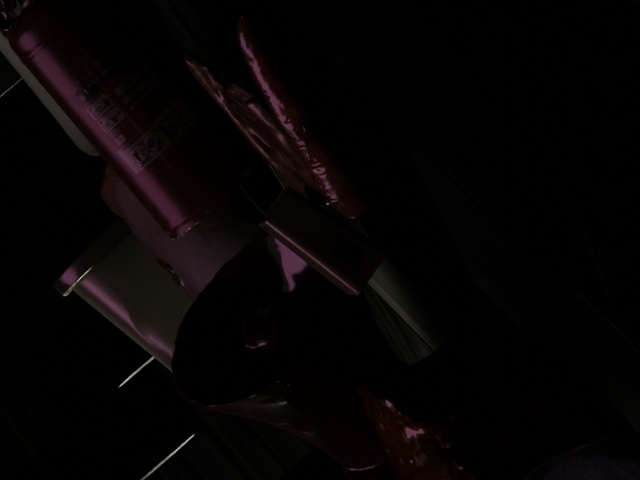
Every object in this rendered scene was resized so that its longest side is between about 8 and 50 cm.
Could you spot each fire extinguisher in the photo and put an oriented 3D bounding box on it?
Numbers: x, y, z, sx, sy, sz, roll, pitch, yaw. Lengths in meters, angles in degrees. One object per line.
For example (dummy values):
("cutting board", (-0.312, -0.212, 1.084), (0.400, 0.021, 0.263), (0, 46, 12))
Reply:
("fire extinguisher", (-0.197, -0.164, 1.850), (0.337, 0.106, 0.147), (50, 149, -9))

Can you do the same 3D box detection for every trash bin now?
("trash bin", (-0.153, 0.059, 2.366), (0.250, 0.219, 0.220), (43, 176, -3))
("trash bin", (0.000, 0.000, 1.536), (0.092, 0.043, 0.061), (34, 175, -6))

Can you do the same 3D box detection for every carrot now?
("carrot", (-0.011, -0.079, 1.296), (0.165, 0.035, 0.035), (55, 172, -27))

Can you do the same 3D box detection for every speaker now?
("speaker", (0.043, 0.176, 1.721), (0.329, 0.198, 0.259), (47, -160, -26))

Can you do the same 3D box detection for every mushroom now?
("mushroom", (-0.114, -0.004, 2.101), (0.397, 0.126, 0.177), (41, 179, 33))

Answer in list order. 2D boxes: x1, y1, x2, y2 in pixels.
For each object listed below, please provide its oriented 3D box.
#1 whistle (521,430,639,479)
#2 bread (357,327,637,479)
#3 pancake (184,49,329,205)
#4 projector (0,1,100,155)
("whistle", (0.177, 0.152, 0.946), (0.142, 0.134, 0.346), (35, 166, -4))
("bread", (0.143, 0.172, 1.228), (0.232, 0.135, 0.247), (43, 171, 44))
("pancake", (-0.052, -0.096, 1.547), (0.184, 0.020, 0.190), (49, 174, 12))
("projector", (-0.291, -0.233, 2.031), (0.108, 0.108, 0.337), (43, 171, 49))
